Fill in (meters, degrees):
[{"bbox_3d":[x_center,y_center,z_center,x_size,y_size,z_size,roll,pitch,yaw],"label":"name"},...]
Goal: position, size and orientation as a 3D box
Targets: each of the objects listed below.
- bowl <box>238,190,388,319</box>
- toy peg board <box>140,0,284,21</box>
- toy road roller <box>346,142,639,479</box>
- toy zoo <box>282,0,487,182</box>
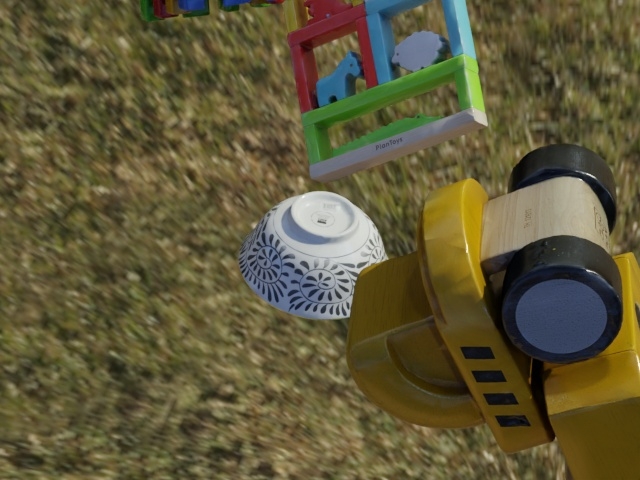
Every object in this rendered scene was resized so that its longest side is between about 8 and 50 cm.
[{"bbox_3d":[0.000,0.000,1.810,0.170,0.080,0.170,6,42,-6],"label":"bowl"},{"bbox_3d":[-0.082,-0.232,1.483,0.161,0.160,0.079,-11,112,-22],"label":"toy peg board"},{"bbox_3d":[0.167,0.098,1.418,0.241,0.202,0.329,-18,119,19],"label":"toy road roller"},{"bbox_3d":[0.053,-0.223,1.663,0.192,0.030,0.293,-19,72,29],"label":"toy zoo"}]
